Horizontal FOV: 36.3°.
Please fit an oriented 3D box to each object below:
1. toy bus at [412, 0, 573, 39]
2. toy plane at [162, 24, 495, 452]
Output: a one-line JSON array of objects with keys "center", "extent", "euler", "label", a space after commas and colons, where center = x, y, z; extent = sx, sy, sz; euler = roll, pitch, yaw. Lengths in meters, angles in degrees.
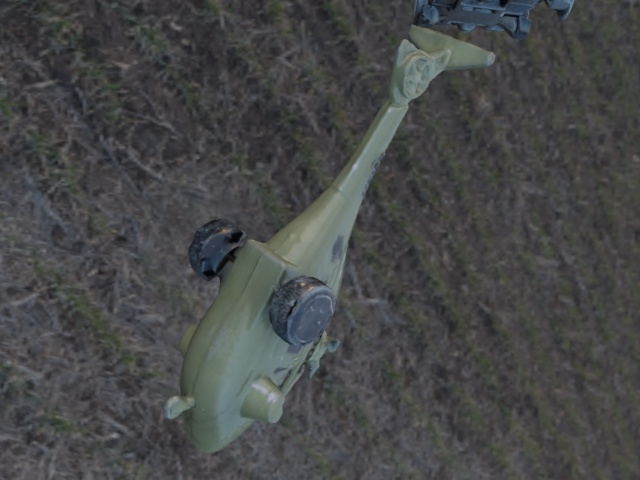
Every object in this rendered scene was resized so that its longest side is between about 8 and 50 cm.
[{"center": [0.131, -0.231, 0.735], "extent": [0.342, 0.097, 0.138], "euler": [-78, 174, -82], "label": "toy bus"}, {"center": [0.000, 0.000, 0.571], "extent": [0.108, 0.092, 0.286], "euler": [21, 98, -53], "label": "toy plane"}]
